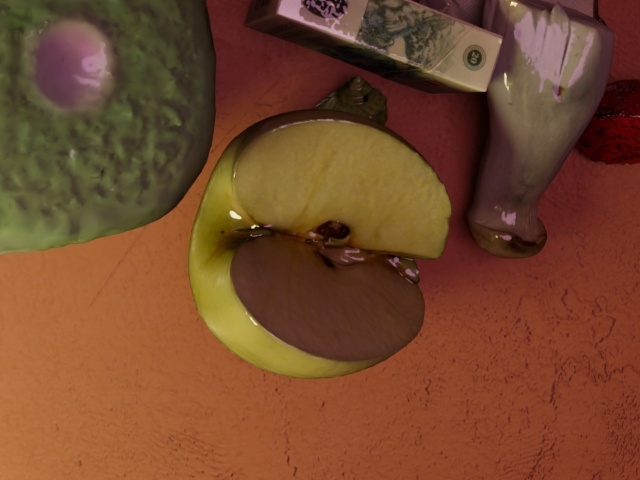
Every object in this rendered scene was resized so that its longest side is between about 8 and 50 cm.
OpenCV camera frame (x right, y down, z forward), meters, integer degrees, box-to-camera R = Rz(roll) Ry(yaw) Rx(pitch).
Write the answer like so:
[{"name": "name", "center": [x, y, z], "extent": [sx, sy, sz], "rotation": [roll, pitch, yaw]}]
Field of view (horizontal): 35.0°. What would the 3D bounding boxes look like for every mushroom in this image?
[{"name": "mushroom", "center": [0.247, -0.138, 1.235], "extent": [0.159, 0.122, 0.328], "rotation": [18, 116, 14]}]

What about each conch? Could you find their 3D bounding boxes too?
[{"name": "conch", "center": [0.036, -0.145, 1.233], "extent": [0.089, 0.074, 0.121], "rotation": [4, 120, -1]}]

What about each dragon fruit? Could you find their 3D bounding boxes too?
[{"name": "dragon fruit", "center": [0.397, -0.154, 1.320], "extent": [0.162, 0.083, 0.106], "rotation": [-1, 144, 8]}]

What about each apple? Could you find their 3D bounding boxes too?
[{"name": "apple", "center": [-0.011, 0.006, 1.150], "extent": [0.258, 0.233, 0.295], "rotation": [10, 85, -30]}]

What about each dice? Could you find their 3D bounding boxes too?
[{"name": "dice", "center": [-0.310, -0.171, 0.952], "extent": [0.318, 0.330, 0.322], "rotation": [-14, 110, -39]}]

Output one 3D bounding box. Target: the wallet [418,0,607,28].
[{"name": "wallet", "center": [0.236, -0.383, 1.246], "extent": [0.275, 0.068, 0.335], "rotation": [-2, 93, -19]}]

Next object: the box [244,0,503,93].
[{"name": "box", "center": [0.056, -0.239, 1.163], "extent": [0.257, 0.164, 0.069], "rotation": [17, 92, -17]}]
